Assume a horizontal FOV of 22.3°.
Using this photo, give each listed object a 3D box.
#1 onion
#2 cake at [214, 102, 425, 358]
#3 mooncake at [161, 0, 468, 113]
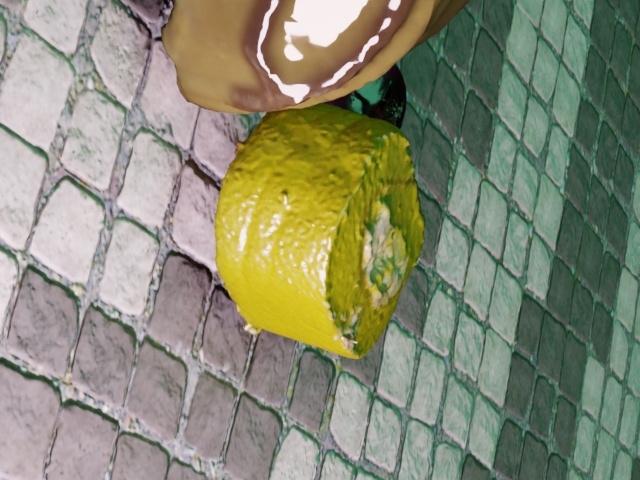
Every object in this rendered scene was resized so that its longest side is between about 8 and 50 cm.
[{"bbox_3d":[0.042,-0.134,1.643,0.115,0.104,0.115,-13,109,-43],"label":"onion"},{"bbox_3d":[0.000,0.000,1.498,0.179,0.156,0.260,-57,153,-25],"label":"cake"},{"bbox_3d":[-0.041,-0.317,1.383,0.394,0.393,0.246,43,39,1],"label":"mooncake"}]
